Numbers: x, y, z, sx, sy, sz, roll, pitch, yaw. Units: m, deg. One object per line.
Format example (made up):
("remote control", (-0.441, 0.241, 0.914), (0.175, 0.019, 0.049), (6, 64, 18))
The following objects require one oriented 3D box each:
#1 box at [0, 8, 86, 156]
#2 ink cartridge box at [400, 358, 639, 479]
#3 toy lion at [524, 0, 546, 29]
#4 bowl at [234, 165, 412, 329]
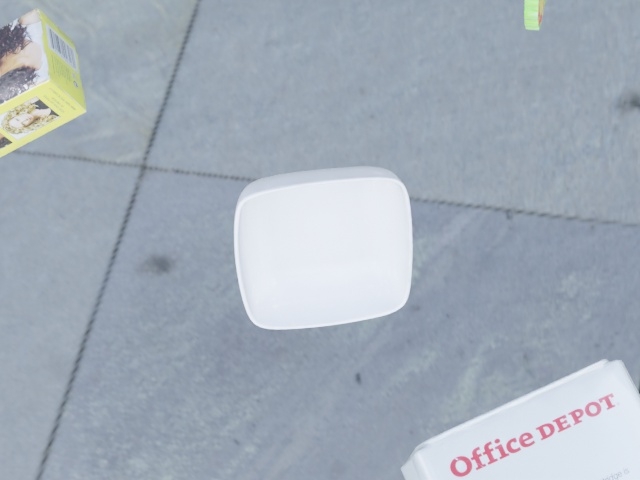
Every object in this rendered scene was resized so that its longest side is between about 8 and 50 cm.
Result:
("box", (-0.316, -0.103, 0.999), (0.232, 0.058, 0.087), (-26, 57, 13))
("ink cartridge box", (0.138, 0.170, 0.629), (0.127, 0.072, 0.175), (-22, 74, -10))
("toy lion", (0.214, -0.255, 1.153), (0.034, 0.100, 0.096), (6, 98, 15))
("bowl", (0.000, 0.000, 0.948), (0.142, 0.142, 0.053), (-8, 35, -6))
